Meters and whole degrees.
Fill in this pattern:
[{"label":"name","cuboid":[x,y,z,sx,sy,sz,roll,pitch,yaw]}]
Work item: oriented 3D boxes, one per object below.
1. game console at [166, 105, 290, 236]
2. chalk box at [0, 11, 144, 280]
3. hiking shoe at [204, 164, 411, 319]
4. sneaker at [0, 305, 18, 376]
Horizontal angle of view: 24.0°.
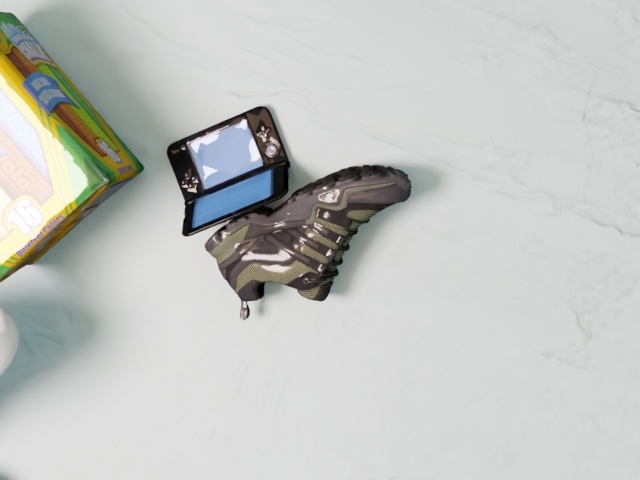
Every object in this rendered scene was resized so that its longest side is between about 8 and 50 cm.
[{"label":"game console","cuboid":[-0.099,-0.073,1.571,0.122,0.071,0.107,-22,86,11]},{"label":"chalk box","cuboid":[-0.353,-0.122,1.550,0.179,0.180,0.289,-39,94,10]},{"label":"hiking shoe","cuboid":[0.000,0.000,1.555,0.227,0.086,0.114,-22,100,17]},{"label":"sneaker","cuboid":[-0.422,0.160,1.589,0.366,0.150,0.135,-22,54,32]}]
